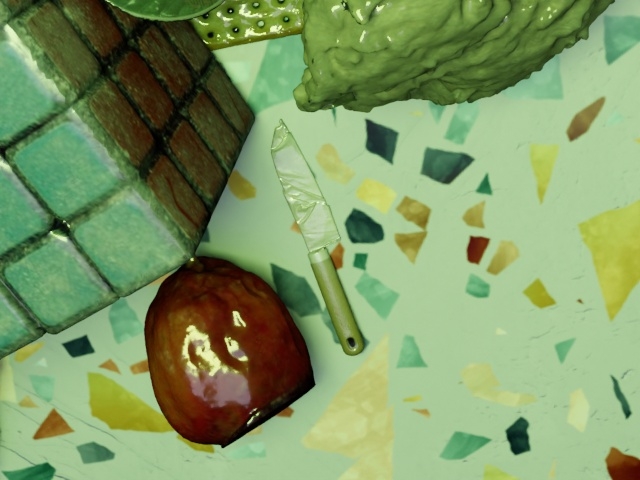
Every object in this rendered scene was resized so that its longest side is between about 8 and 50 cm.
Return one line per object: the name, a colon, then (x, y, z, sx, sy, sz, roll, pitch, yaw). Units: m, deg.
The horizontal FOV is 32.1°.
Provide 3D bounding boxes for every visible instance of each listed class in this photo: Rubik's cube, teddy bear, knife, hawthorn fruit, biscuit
Rubik's cube: (-0.308, -0.109, 1.078, 0.337, 0.343, 0.344, -30, 108, 20)
teddy bear: (0.105, -0.239, 0.959, 0.357, 0.368, 0.224, -46, 70, 27)
knife: (0.000, -0.001, 1.278, 0.047, 0.017, 0.297, -18, 106, 11)
hawthorn fruit: (-0.116, 0.110, 1.246, 0.190, 0.189, 0.251, -19, 106, 13)
biscuit: (-0.100, -0.316, 1.154, 0.139, 0.016, 0.231, -9, 113, 9)

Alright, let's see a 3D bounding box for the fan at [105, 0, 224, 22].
fan: (-0.122, -0.285, 1.048, 0.294, 0.223, 0.012, 26, 149, -18)
